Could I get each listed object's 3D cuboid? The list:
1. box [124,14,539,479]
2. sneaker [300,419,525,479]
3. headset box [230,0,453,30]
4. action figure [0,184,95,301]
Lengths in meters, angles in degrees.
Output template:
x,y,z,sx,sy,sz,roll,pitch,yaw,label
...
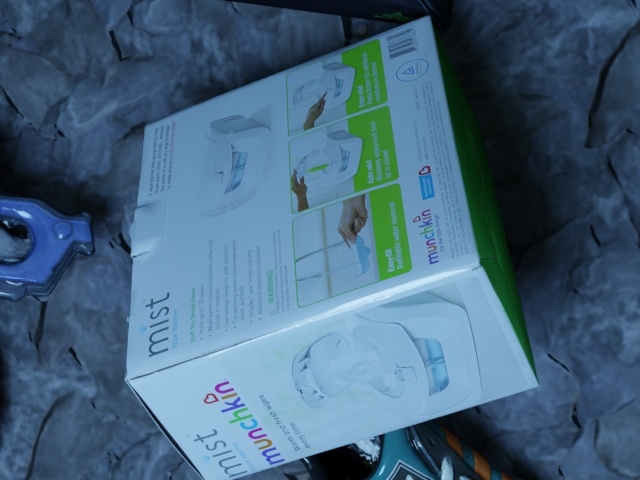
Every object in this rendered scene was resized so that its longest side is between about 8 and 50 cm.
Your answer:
x,y,z,sx,sy,sz,roll,pitch,yaw,label
0.000,0.000,0.920,0.231,0.126,0.262,-20,40,13,box
0.074,0.185,0.964,0.302,0.121,0.108,37,97,14,sneaker
-0.036,-0.246,0.953,0.283,0.246,0.131,10,89,14,headset box
-0.361,0.036,1.066,0.341,0.178,0.330,14,86,-9,action figure
